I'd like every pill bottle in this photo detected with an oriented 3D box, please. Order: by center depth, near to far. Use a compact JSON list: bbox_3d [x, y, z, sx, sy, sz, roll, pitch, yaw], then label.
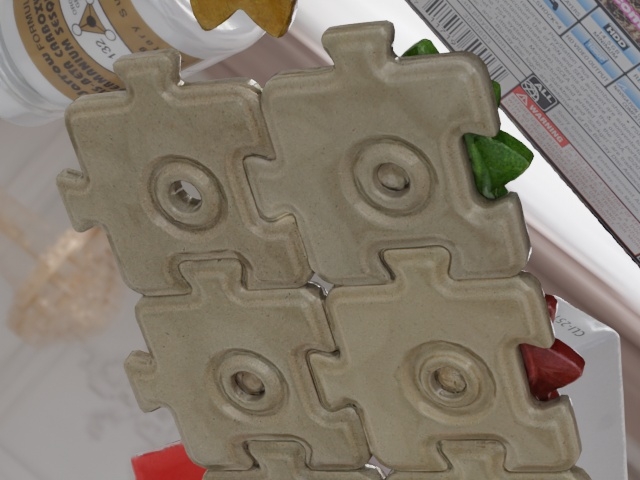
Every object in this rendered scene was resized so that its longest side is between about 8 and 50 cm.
[{"bbox_3d":[-0.150,-0.161,1.161,0.229,0.131,0.131,-19,18,43],"label":"pill bottle"}]

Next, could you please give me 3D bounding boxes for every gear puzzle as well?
[{"bbox_3d":[0.000,0.000,0.583,0.044,0.175,0.339,-54,-47,-52],"label":"gear puzzle"}]

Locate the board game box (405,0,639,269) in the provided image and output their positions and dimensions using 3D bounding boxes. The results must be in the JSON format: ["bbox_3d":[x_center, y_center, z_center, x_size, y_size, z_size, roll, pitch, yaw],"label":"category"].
[{"bbox_3d":[0.186,-0.088,0.527,0.141,0.232,0.291,-42,2,-20],"label":"board game box"}]

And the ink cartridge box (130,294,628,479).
[{"bbox_3d":[0.051,0.208,0.911,0.261,0.066,0.296,-20,-62,-21],"label":"ink cartridge box"}]
